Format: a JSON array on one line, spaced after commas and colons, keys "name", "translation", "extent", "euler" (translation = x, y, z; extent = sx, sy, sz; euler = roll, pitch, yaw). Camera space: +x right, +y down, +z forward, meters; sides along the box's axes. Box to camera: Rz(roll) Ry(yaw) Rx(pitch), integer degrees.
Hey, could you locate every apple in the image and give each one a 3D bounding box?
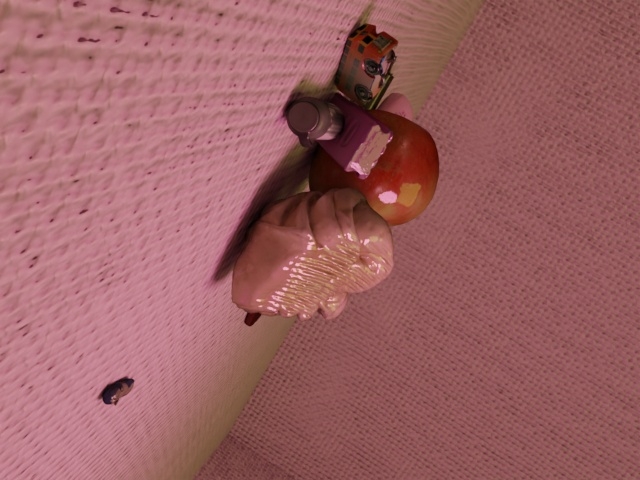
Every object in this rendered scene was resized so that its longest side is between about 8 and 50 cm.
[{"name": "apple", "translation": [0.136, -0.183, 1.881], "extent": [0.319, 0.319, 0.277], "euler": [82, 20, -81]}]

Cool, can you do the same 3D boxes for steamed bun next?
[{"name": "steamed bun", "translation": [-0.029, 0.018, 1.703], "extent": [0.339, 0.247, 0.352], "euler": [14, 121, -41]}]

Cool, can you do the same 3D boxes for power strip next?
[{"name": "power strip", "translation": [0.141, -0.387, 2.108], "extent": [0.268, 0.034, 0.092], "euler": [-59, 173, 15]}]

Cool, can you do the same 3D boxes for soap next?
[{"name": "soap", "translation": [0.064, -0.228, 1.626], "extent": [0.122, 0.066, 0.203], "euler": [-58, -145, 13]}]

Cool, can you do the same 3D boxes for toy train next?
[{"name": "toy train", "translation": [0.092, -0.360, 1.570], "extent": [0.072, 0.099, 0.188], "euler": [-51, 173, -29]}]

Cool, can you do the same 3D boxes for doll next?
[{"name": "doll", "translation": [-0.371, 0.279, 1.401], "extent": [0.125, 0.027, 0.037], "euler": [1, 113, -83]}]

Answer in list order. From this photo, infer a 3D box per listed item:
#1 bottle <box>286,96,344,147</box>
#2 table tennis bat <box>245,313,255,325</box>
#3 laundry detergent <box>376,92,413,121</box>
[{"name": "bottle", "translation": [-0.008, -0.229, 1.480], "extent": [0.254, 0.080, 0.096], "euler": [-31, 125, -78]}, {"name": "table tennis bat", "translation": [-0.158, 0.157, 2.437], "extent": [0.310, 0.038, 0.200], "euler": [-61, 173, 31]}, {"name": "laundry detergent", "translation": [0.151, -0.265, 2.134], "extent": [0.335, 0.088, 0.159], "euler": [-54, 144, -27]}]
